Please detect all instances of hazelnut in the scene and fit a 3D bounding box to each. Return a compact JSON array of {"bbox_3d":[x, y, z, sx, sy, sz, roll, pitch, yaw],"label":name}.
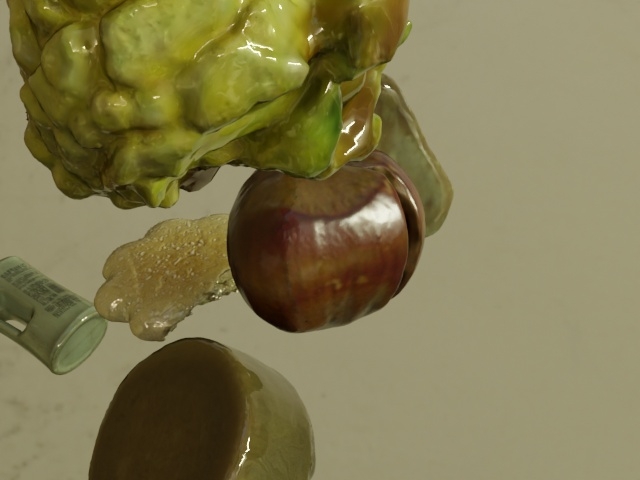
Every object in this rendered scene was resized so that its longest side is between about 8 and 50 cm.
[{"bbox_3d":[0.000,0.000,1.513,0.251,0.217,0.217,-29,137,-49],"label":"hazelnut"}]

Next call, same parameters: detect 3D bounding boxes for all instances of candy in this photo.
[{"bbox_3d":[0.083,-0.114,1.721,0.234,0.102,0.104,59,-11,-24],"label":"candy"}]

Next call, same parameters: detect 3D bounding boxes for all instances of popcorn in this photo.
[{"bbox_3d":[-0.070,-0.134,0.821,0.270,0.257,0.224,-4,-89,55],"label":"popcorn"}]

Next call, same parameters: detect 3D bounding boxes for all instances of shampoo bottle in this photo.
[{"bbox_3d":[-0.430,0.095,1.931,0.118,0.234,0.087,-47,152,-27],"label":"shampoo bottle"}]

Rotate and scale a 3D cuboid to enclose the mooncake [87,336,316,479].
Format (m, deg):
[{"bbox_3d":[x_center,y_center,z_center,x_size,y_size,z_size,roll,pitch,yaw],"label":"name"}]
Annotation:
[{"bbox_3d":[-0.136,0.263,1.546,0.284,0.155,0.284,-27,-132,35],"label":"mooncake"}]

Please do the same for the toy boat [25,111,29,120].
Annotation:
[{"bbox_3d":[-0.215,-0.123,1.047,0.038,0.038,0.083,-94,-160,-83],"label":"toy boat"}]

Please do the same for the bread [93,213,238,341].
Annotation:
[{"bbox_3d":[-0.183,0.032,1.715,0.251,0.181,0.039,-33,139,-34],"label":"bread"}]
